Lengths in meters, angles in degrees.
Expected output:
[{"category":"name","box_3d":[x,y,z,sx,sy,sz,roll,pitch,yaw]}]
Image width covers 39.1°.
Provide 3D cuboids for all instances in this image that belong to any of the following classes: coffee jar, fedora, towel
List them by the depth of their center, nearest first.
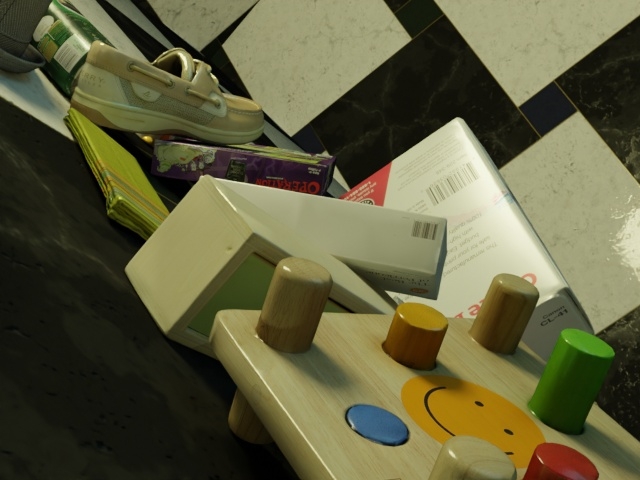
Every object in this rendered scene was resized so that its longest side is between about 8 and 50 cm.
[{"category":"towel","box_3d":[-0.193,-0.056,0.887,0.102,0.021,0.237,43,4,-37]},{"category":"fedora","box_3d":[-0.375,-0.302,0.961,0.243,0.124,0.275,35,10,-47]},{"category":"coffee jar","box_3d":[-0.320,-0.248,1.114,0.184,0.079,0.096,46,11,24]}]

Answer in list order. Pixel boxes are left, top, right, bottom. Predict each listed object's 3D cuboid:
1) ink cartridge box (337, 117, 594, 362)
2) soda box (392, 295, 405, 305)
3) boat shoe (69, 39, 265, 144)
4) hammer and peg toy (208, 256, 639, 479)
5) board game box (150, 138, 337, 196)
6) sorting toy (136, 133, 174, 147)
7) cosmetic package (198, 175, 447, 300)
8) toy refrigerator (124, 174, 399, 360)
[{"category":"ink cartridge box","box_3d":[0.160,0.032,1.116,0.131,0.226,0.306,43,20,-47]},{"category":"soda box","box_3d":[0.156,0.190,0.940,0.286,0.098,0.091,40,7,-5]},{"category":"boat shoe","box_3d":[-0.168,-0.183,1.111,0.109,0.098,0.302,27,16,34]},{"category":"hammer and peg toy","box_3d":[0.109,0.140,0.504,0.266,0.127,0.361,6,24,-32]},{"category":"board game box","box_3d":[-0.087,-0.103,1.217,0.208,0.056,0.347,13,8,2]},{"category":"sorting toy","box_3d":[-0.221,-0.173,1.201,0.083,0.075,0.045,41,7,-2]},{"category":"cosmetic package","box_3d":[0.000,0.000,0.872,0.239,0.060,0.099,10,-14,12]},{"category":"toy refrigerator","box_3d":[-0.020,0.062,0.750,0.269,0.102,0.094,35,10,-48]}]
